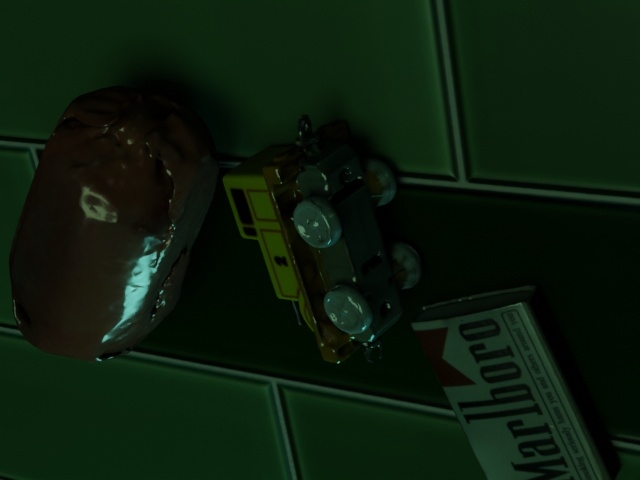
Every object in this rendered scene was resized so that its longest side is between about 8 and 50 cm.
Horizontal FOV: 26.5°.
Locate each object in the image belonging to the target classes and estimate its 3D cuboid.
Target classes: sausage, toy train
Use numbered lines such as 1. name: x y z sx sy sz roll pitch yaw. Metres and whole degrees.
1. sausage: -0.180 -0.009 1.164 0.152 0.152 0.280 34 130 11
2. toy train: 0.000 0.000 1.095 0.127 0.089 0.219 5 122 44

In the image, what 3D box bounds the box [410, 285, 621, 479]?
1. box: 0.157 0.126 1.102 0.115 0.036 0.178 -14 110 40
